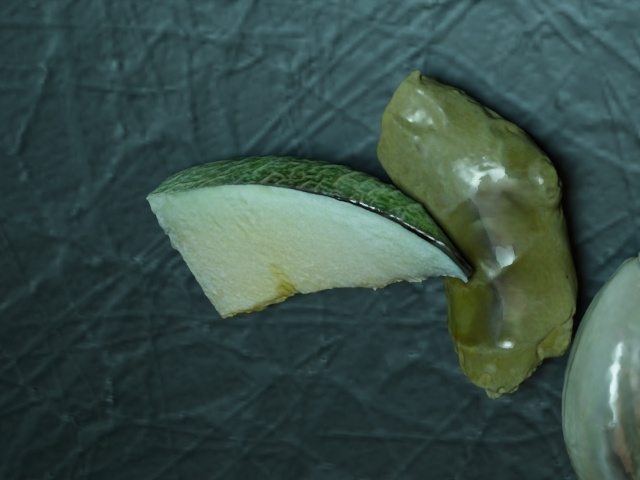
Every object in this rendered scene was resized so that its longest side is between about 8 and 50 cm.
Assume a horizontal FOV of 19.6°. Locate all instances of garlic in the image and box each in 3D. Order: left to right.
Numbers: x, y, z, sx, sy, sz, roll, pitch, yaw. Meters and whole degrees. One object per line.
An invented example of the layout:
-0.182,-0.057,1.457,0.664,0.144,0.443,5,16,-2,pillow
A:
0.185,0.101,1.028,0.101,0.087,0.195,-20,97,4,garlic

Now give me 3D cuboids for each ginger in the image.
0.091,-0.006,1.023,0.095,0.069,0.190,-14,101,11,ginger

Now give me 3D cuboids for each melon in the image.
-0.005,-0.006,1.028,0.182,0.054,0.098,-10,113,39,melon
